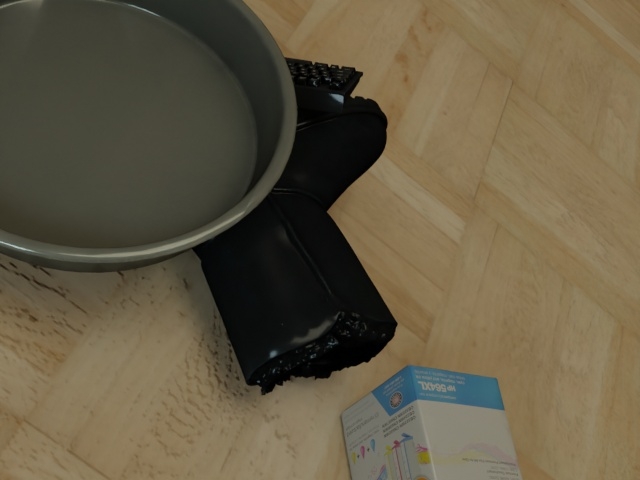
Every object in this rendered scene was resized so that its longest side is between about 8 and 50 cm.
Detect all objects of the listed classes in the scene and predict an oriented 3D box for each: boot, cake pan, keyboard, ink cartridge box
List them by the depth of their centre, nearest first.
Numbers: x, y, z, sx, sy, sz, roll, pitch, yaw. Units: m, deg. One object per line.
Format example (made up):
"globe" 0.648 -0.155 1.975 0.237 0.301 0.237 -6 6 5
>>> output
"cake pan" -0.164 -0.098 0.733 0.293 0.054 0.293 9 55 -13
"ink cartridge box" 0.086 0.179 0.761 0.090 0.092 0.143 14 50 -32
"boot" 0.000 0.000 0.823 0.246 0.094 0.207 -17 68 -39
"keyboard" -0.063 -0.135 0.850 0.180 0.023 0.108 9 31 12
